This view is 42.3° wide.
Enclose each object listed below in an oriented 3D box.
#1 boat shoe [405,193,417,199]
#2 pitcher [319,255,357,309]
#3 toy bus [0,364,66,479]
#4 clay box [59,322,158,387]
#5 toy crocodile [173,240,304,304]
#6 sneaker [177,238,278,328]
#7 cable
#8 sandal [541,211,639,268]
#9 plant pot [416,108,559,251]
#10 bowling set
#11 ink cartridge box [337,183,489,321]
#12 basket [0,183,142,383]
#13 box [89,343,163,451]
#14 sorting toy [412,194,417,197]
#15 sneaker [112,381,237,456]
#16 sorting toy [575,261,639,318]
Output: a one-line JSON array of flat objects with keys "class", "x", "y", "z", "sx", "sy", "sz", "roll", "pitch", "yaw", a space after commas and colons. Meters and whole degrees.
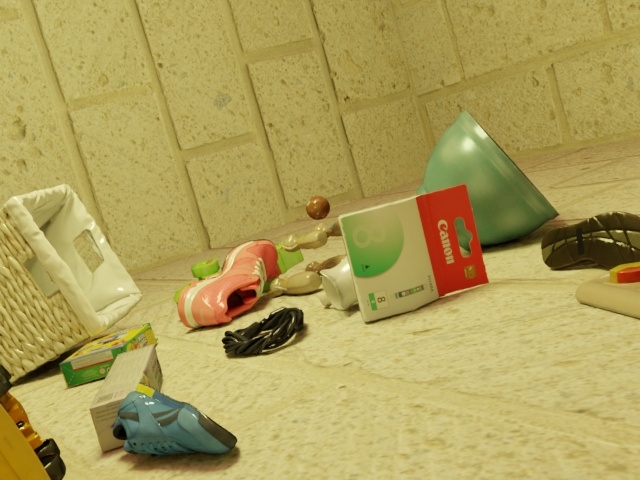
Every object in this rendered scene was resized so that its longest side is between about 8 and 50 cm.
[{"class": "boat shoe", "x": 0.266, "y": -0.053, "z": 2.048, "sx": 0.367, "sy": 0.136, "sz": 0.156, "roll": -23, "pitch": -3, "yaw": 6}, {"class": "pitcher", "x": 0.095, "y": 0.056, "z": 1.548, "sx": 0.207, "sy": 0.125, "sz": 0.178, "roll": -29, "pitch": -6, "yaw": -15}, {"class": "toy bus", "x": -0.426, "y": 0.264, "z": 0.966, "sx": 0.211, "sy": 0.149, "sz": 0.220, "roll": -35, "pitch": 10, "yaw": -17}, {"class": "clay box", "x": -0.405, "y": 0.216, "z": 1.612, "sx": 0.127, "sy": 0.053, "sz": 0.222, "roll": -16, "pitch": 7, "yaw": 5}, {"class": "toy crocodile", "x": -0.189, "y": 0.084, "z": 1.956, "sx": 0.340, "sy": 0.115, "sz": 0.105, "roll": -21, "pitch": 12, "yaw": -24}, {"class": "sneaker", "x": -0.165, "y": 0.101, "z": 1.805, "sx": 0.136, "sy": 0.116, "sz": 0.314, "roll": 3, "pitch": 30, "yaw": 35}, {"class": "cable", "x": -0.101, "y": 0.155, "z": 1.427, "sx": 0.150, "sy": 0.047, "sz": 0.184, "roll": -16, "pitch": 7, "yaw": 2}, {"class": "sandal", "x": 0.442, "y": 0.008, "z": 1.303, "sx": 0.060, "sy": 0.090, "sz": 0.219, "roll": 5, "pitch": -12, "yaw": -29}, {"class": "plant pot", "x": 0.326, "y": -0.102, "z": 1.731, "sx": 0.196, "sy": 0.293, "sz": 0.293, "roll": -41, "pitch": 0, "yaw": 14}, {"class": "bowling set", "x": 0.000, "y": 0.000, "z": 1.890, "sx": 0.287, "sy": 0.200, "sz": 0.154, "roll": -17, "pitch": 3, "yaw": -40}, {"class": "ink cartridge box", "x": 0.157, "y": 0.019, "z": 1.364, "sx": 0.225, "sy": 0.181, "sz": 0.056, "roll": -14, "pitch": 7, "yaw": 0}, {"class": "basket", "x": -0.610, "y": 0.088, "z": 1.802, "sx": 0.266, "sy": 0.328, "sz": 0.331, "roll": -32, "pitch": 5, "yaw": 7}, {"class": "box", "x": -0.278, "y": 0.221, "z": 1.212, "sx": 0.067, "sy": 0.063, "sz": 0.324, "roll": -15, "pitch": 6, "yaw": -7}, {"class": "sorting toy", "x": 0.164, "y": -0.026, "z": 1.775, "sx": 0.127, "sy": 0.126, "sz": 0.365, "roll": 30, "pitch": 17, "yaw": 9}, {"class": "sneaker", "x": -0.176, "y": 0.229, "z": 0.969, "sx": 0.209, "sy": 0.069, "sz": 0.082, "roll": 6, "pitch": 55, "yaw": 49}, {"class": "sorting toy", "x": 0.459, "y": 0.043, "z": 1.060, "sx": 0.208, "sy": 0.038, "sz": 0.193, "roll": -17, "pitch": 7, "yaw": -10}]
